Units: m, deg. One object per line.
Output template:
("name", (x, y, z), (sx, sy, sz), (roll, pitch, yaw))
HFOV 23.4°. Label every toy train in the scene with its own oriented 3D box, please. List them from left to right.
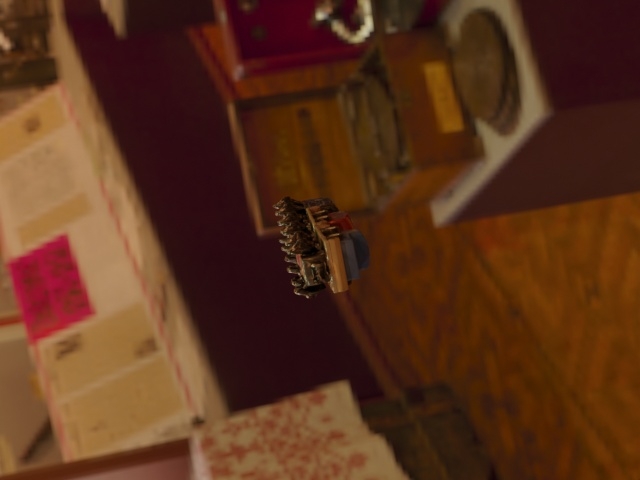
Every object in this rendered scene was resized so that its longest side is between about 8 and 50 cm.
("toy train", (0.000, 0.000, 0.723), (0.158, 0.036, 0.027), (-113, 13, -79))
